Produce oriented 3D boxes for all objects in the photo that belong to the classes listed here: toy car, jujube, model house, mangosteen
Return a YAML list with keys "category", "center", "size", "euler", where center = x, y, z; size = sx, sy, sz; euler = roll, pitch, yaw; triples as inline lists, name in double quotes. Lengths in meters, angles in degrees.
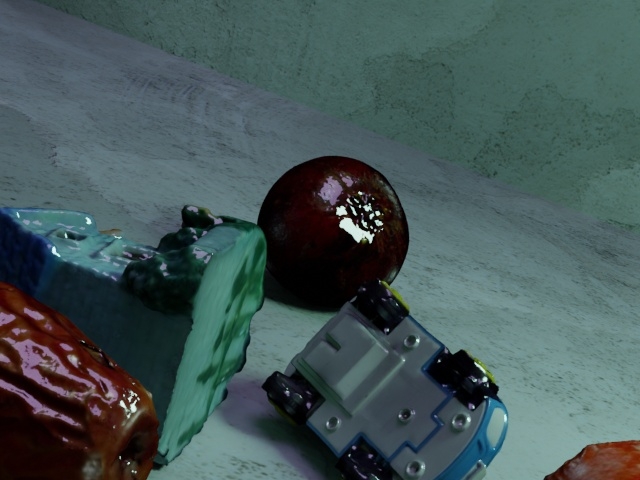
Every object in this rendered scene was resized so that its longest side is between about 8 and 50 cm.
- category: "toy car"
  center: [0.087, 0.190, 1.407]
  size: [0.314, 0.198, 0.166]
  euler: [39, -5, 46]
- category: "jujube"
  center: [-0.283, 0.139, 1.116]
  size: [0.290, 0.197, 0.197]
  euler: [20, 16, 21]
- category: "model house"
  center: [-0.254, 0.060, 1.356]
  size: [0.329, 0.251, 0.295]
  euler: [15, 17, 9]
- category: "mangosteen"
  center: [0.000, 0.000, 1.897]
  size: [0.236, 0.235, 0.261]
  euler: [7, -22, -33]

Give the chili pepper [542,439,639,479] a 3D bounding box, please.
- category: "chili pepper"
  center: [0.360, 0.307, 1.215]
  size: [0.251, 0.229, 0.305]
  euler: [-2, 21, -8]
